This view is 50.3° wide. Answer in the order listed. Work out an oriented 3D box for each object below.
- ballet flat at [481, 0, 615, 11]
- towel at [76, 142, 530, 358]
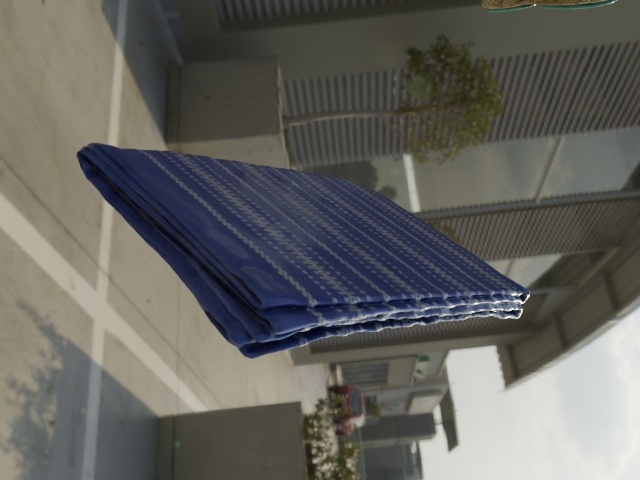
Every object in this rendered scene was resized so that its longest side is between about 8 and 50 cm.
[{"bbox_3d":[0.281,-0.328,0.859,0.206,0.073,0.067,18,-44,50],"label":"ballet flat"},{"bbox_3d":[0.000,0.000,0.557,0.243,0.336,0.040,39,-67,36],"label":"towel"}]
